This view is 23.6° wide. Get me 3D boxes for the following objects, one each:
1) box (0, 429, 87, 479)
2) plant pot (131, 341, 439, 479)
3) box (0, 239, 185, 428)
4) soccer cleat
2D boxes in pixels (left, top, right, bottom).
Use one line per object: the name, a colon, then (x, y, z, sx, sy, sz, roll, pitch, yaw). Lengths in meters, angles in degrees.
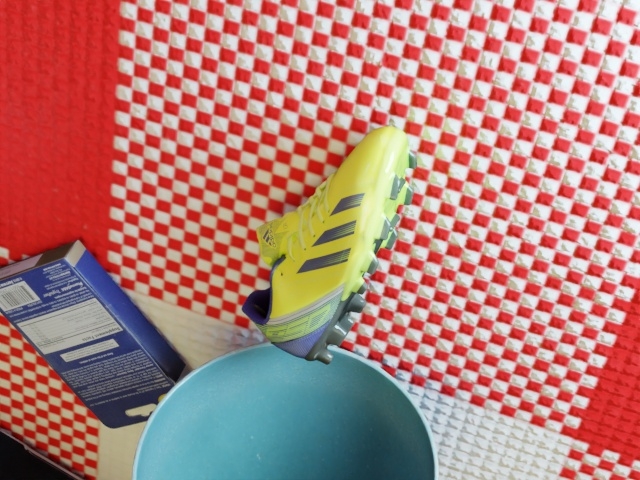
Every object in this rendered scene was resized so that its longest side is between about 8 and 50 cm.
box: (-0.540, 0.427, 1.874, 0.480, 0.297, 0.472, 32, 137, -7)
plant pot: (-0.031, 0.274, 1.524, 0.290, 0.290, 0.195, 13, 144, 12)
box: (-0.239, 0.104, 1.618, 0.136, 0.036, 0.225, -17, 121, 35)
soccer cleat: (-0.001, 0.001, 1.380, 0.121, 0.093, 0.289, 29, 136, 6)
